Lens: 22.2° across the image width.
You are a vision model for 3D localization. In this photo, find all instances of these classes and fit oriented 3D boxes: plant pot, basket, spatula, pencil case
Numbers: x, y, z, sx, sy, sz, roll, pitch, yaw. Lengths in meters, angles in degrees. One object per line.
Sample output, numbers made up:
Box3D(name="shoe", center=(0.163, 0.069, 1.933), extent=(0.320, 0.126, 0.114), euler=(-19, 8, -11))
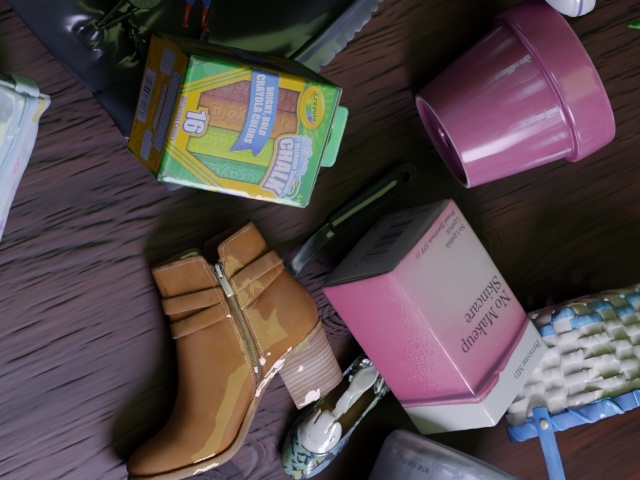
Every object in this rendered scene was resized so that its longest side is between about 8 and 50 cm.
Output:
Box3D(name="plant pot", center=(0.220, -0.159, 1.920), extent=(0.180, 0.201, 0.201), euler=(-30, 113, -5))
Box3D(name="basket", center=(0.359, 0.210, 2.025), extent=(0.255, 0.201, 0.289), euler=(-8, 76, -41))
Box3D(name="spatula", center=(0.000, 0.000, 1.908), extent=(0.296, 0.030, 0.084), euler=(-40, 112, -17))
Box3D(name="pencil case", center=(-0.363, -0.042, 1.646), extent=(0.113, 0.124, 0.273), euler=(18, 89, -30))

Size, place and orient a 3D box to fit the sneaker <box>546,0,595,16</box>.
Box3D(name="sneaker", center=(0.179, -0.336, 1.854), extent=(0.161, 0.102, 0.282), euler=(-32, 68, -13))

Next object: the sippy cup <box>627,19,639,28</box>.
Box3D(name="sippy cup", center=(0.383, -0.421, 1.948), extent=(0.224, 0.240, 0.305), euler=(-15, 68, -15))

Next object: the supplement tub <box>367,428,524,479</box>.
Box3D(name="supplement tub", center=(0.113, 0.413, 1.944), extent=(0.207, 0.207, 0.338), euler=(24, 86, -30))

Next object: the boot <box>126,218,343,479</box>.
Box3D(name="boot", center=(-0.134, 0.127, 1.818), extent=(0.283, 0.109, 0.220), euler=(-30, 104, -5))

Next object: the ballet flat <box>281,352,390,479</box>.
Box3D(name="ballet flat", center=(0.020, 0.200, 1.932), extent=(0.188, 0.070, 0.070), euler=(-51, 118, -18))

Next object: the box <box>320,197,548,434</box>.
Box3D(name="box", center=(0.136, 0.091, 1.908), extent=(0.232, 0.127, 0.148), euler=(55, 50, -18))

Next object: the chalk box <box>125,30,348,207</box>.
Box3D(name="chalk box", center=(-0.068, -0.119, 1.648), extent=(0.213, 0.132, 0.132), euler=(9, 104, -24))

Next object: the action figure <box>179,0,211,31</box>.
Box3D(name="action figure", center=(-0.115, -0.269, 1.643), extent=(0.038, 0.030, 0.115), euler=(8, 97, -20))

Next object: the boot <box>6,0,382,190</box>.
Box3D(name="boot", center=(-0.172, -0.333, 1.702), extent=(0.367, 0.146, 0.445), euler=(-46, 113, -16))
